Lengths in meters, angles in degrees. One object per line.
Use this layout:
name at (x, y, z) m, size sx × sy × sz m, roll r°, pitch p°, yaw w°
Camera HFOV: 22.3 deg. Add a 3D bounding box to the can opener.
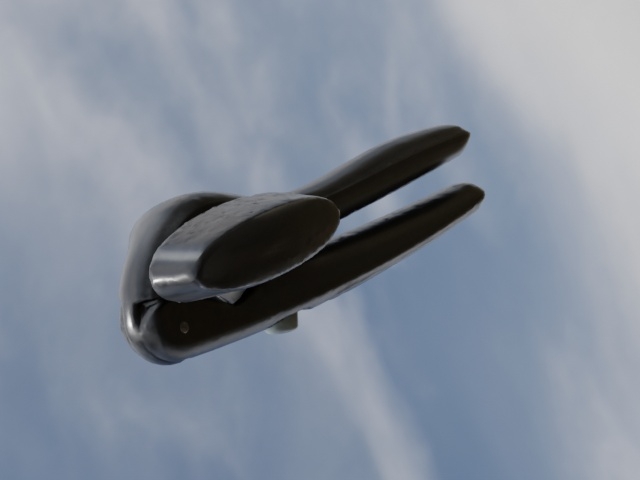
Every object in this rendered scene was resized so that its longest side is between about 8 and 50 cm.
can opener at (0.000, 0.000, 0.604) m, size 0.186 × 0.073 × 0.059 m, roll -20°, pitch -69°, yaw -46°
